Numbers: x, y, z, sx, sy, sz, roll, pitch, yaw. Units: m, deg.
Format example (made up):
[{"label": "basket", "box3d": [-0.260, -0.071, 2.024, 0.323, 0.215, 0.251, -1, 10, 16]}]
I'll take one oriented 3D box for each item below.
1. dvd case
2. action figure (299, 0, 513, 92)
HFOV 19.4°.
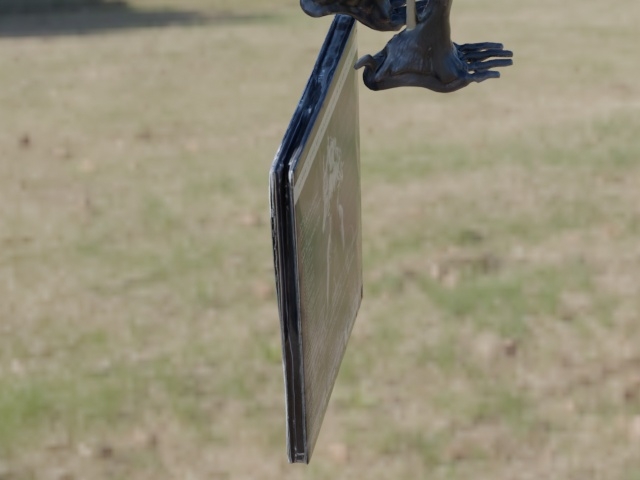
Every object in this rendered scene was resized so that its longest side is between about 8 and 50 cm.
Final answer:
[{"label": "dvd case", "box3d": [0.000, 0.000, 1.122, 0.018, 0.221, 0.164, 7, 39, 11]}, {"label": "action figure", "box3d": [0.050, -0.225, 1.004, 0.141, 0.276, 0.164, -22, 43, -20]}]
